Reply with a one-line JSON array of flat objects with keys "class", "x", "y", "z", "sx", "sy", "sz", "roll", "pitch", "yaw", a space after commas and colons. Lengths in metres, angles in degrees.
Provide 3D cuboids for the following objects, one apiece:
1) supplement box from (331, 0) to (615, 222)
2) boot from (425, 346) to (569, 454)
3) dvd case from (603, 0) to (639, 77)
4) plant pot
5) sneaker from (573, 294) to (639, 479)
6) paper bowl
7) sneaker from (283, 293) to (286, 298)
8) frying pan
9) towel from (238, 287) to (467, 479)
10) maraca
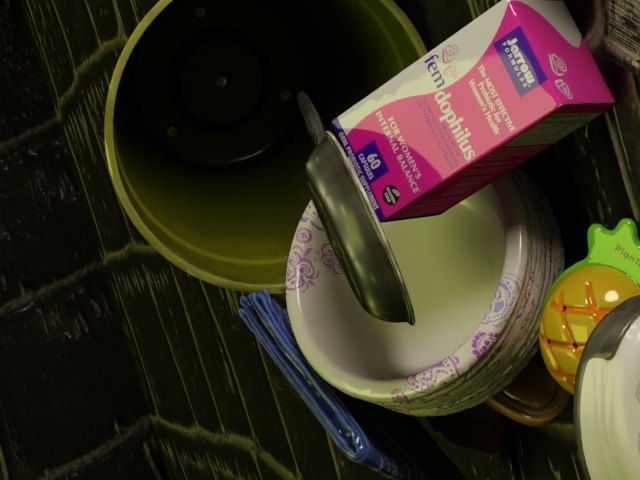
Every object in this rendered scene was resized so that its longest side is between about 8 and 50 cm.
[{"class": "supplement box", "x": 0.137, "y": -0.116, "z": 1.311, "sx": 0.220, "sy": 0.114, "sz": 0.111, "roll": -33, "pitch": 75, "yaw": 33}, {"class": "boot", "x": 0.181, "y": 0.176, "z": 1.624, "sx": 0.283, "sy": 0.109, "sz": 0.220, "roll": 32, "pitch": 147, "yaw": 42}, {"class": "dvd case", "x": 0.281, "y": -0.214, "z": 1.131, "sx": 0.164, "sy": 0.018, "sz": 0.221, "roll": 46, "pitch": 150, "yaw": 48}, {"class": "plant pot", "x": -0.087, "y": -0.165, "z": 1.695, "sx": 0.353, "sy": 0.366, "sz": 0.367, "roll": -132, "pitch": 27, "yaw": -69}, {"class": "sneaker", "x": 0.382, "y": 0.249, "z": 1.160, "sx": 0.257, "sy": 0.169, "sz": 0.448, "roll": 2, "pitch": 119, "yaw": 59}, {"class": "paper bowl", "x": 0.116, "y": 0.039, "z": 1.475, "sx": 0.148, "sy": 0.284, "sz": 0.284, "roll": 26, "pitch": -160, "yaw": -49}, {"class": "sneaker", "x": 0.000, "y": 0.000, "z": 1.860, "sx": 0.148, "sy": 0.131, "sz": 0.350, "roll": 62, "pitch": 159, "yaw": 8}, {"class": "frying pan", "x": 0.011, "y": -0.058, "z": 1.367, "sx": 0.197, "sy": 0.053, "sz": 0.326, "roll": 72, "pitch": 172, "yaw": -62}, {"class": "towel", "x": 0.053, "y": 0.181, "z": 1.614, "sx": 0.243, "sy": 0.040, "sz": 0.336, "roll": 51, "pitch": -170, "yaw": 31}, {"class": "maraca", "x": 0.265, "y": 0.068, "z": 1.323, "sx": 0.127, "sy": 0.099, "sz": 0.186, "roll": 35, "pitch": 123, "yaw": 26}]
